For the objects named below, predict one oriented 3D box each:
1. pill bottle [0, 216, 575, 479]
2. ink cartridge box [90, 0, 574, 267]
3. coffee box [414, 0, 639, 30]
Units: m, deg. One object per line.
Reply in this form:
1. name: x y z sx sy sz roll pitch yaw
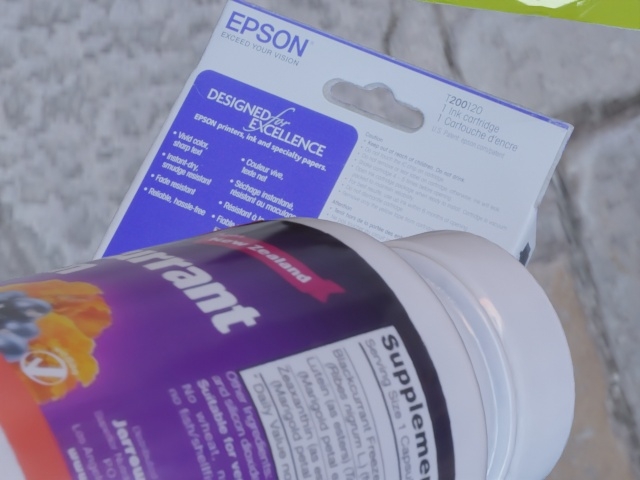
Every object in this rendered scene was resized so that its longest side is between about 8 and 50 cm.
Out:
1. pill bottle: -0.028 0.053 0.437 0.193 0.108 0.108 -14 132 -42
2. ink cartridge box: 0.000 0.000 0.925 0.206 0.045 0.208 23 79 15
3. coffee box: 0.173 -0.335 0.954 0.338 0.334 0.337 9 126 8
